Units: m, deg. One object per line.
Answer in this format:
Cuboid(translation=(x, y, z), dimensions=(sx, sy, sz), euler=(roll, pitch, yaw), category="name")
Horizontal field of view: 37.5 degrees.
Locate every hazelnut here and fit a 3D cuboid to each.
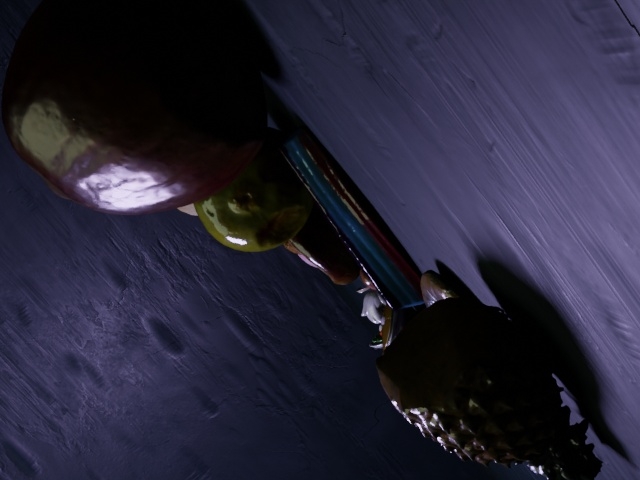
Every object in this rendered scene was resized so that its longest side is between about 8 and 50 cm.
Cuboid(translation=(-0.293, -0.225, 1.495), dimensions=(0.421, 0.421, 0.352), euler=(58, -173, -60), category="hazelnut")

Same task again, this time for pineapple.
Cuboid(translation=(0.254, 0.240, 1.282), dimensions=(0.362, 0.202, 0.202), euler=(44, 178, -26), category="pineapple")

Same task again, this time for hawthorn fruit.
Cuboid(translation=(0.130, 0.082, 1.945), dimensions=(0.103, 0.067, 0.067), euler=(44, 177, -12), category="hawthorn fruit")

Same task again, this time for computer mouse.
Cuboid(translation=(0.164, 0.181, 1.989), dimensions=(0.056, 0.125, 0.245), euler=(4, 170, 16), category="computer mouse")

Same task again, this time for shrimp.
Cuboid(translation=(0.239, 0.149, 1.503), dimensions=(0.198, 0.051, 0.262), euler=(47, 171, 28), category="shrimp")

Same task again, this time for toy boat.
Cuboid(translation=(0.063, -0.030, 1.667), dimensions=(0.392, 0.079, 0.136), euler=(54, 176, -11), category="toy boat")

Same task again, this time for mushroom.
Cuboid(translation=(0.010, -0.012, 1.967), dimensions=(0.231, 0.138, 0.194), euler=(42, 173, -29), category="mushroom")

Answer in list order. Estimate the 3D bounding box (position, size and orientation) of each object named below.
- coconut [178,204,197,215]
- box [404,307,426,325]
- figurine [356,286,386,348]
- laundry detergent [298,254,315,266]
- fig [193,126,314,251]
Cuboid(translation=(-0.313, -0.208, 2.564), dimensions=(0.329, 0.329, 0.329), euler=(50, 175, 6), category="coconut")
Cuboid(translation=(0.257, 0.241, 1.977), dimensions=(0.141, 0.064, 0.220), euler=(49, 177, 28), category="box")
Cuboid(translation=(0.141, 0.160, 2.200), dimensions=(0.153, 0.132, 0.132), euler=(63, 174, -4), category="figurine")
Cuboid(translation=(-0.054, -0.030, 2.625), dimensions=(0.159, 0.088, 0.335), euler=(43, 173, 22), category="laundry detergent")
Cuboid(translation=(-0.121, -0.101, 1.809), dimensions=(0.239, 0.239, 0.271), euler=(50, -170, -1), category="fig")
